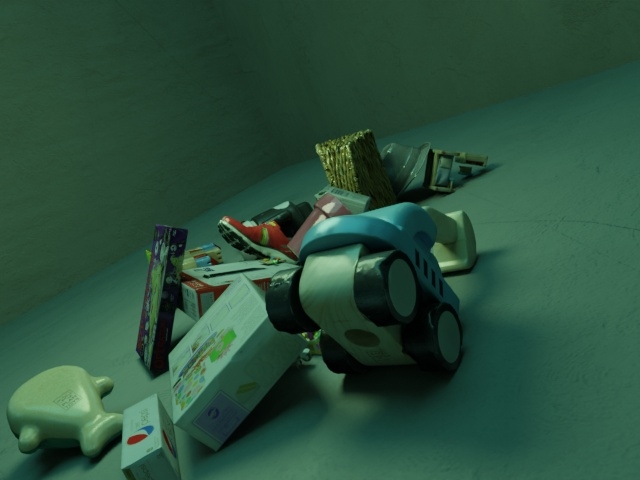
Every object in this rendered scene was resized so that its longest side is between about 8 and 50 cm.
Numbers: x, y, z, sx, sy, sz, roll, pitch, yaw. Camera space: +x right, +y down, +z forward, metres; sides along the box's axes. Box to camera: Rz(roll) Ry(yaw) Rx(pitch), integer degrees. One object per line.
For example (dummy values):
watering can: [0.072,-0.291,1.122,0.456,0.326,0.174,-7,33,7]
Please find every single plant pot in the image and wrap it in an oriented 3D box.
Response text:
plant pot: [0.017,0.004,1.493,0.180,0.201,0.201,-41,17,-5]

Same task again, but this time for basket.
basket: [0.080,-0.171,1.765,0.222,0.299,0.213,-10,21,35]

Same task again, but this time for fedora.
fedora: [0.251,-0.249,1.889,0.244,0.124,0.275,-62,4,-25]

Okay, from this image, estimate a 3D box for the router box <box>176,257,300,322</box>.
router box: [-0.216,0.119,1.425,0.300,0.082,0.335,-8,7,-27]

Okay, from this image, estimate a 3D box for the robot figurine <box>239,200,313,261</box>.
robot figurine: [-0.139,-0.020,1.822,0.278,0.209,0.173,-27,32,-16]

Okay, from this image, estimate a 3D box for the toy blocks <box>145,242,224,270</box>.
toy blocks: [-0.452,0.098,1.922,0.260,0.191,0.381,-15,12,-16]

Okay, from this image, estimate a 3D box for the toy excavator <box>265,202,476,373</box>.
toy excavator: [0.157,0.033,1.003,0.222,0.433,0.446,-12,46,37]

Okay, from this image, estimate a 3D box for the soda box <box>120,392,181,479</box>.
soda box: [-0.291,0.346,0.940,0.069,0.074,0.216,-27,15,-14]

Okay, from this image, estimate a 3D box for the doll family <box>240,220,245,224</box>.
doll family: [-0.322,-0.024,2.219,0.075,0.112,0.193,-24,15,-4]

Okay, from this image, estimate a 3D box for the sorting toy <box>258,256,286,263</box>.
sorting toy: [-0.126,0.054,1.503,0.061,0.012,0.083,-7,6,-30]

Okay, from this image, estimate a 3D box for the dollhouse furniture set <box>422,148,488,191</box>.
dollhouse furniture set: [0.452,-0.226,1.813,0.183,0.130,0.129,5,12,-10]

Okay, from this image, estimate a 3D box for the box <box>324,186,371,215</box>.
box: [0.070,-0.073,1.631,0.126,0.137,0.072,17,25,11]

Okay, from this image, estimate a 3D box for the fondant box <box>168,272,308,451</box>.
fondant box: [-0.172,0.209,1.050,0.238,0.096,0.330,-49,17,-5]

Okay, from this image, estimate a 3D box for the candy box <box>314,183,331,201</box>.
candy box: [0.100,-0.222,2.360,0.159,0.071,0.233,-13,17,34]

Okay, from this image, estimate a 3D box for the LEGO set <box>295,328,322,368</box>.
LEGO set: [-0.016,0.146,1.164,0.132,0.107,0.287,-18,16,18]

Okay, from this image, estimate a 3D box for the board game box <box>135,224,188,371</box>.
board game box: [-0.407,0.135,1.403,0.056,0.347,0.208,9,-2,-23]

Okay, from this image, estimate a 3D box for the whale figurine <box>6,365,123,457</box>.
whale figurine: [-0.511,0.373,1.136,0.271,0.141,0.216,15,33,27]

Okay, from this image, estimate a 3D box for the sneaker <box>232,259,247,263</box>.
sneaker: [-0.269,0.115,1.700,0.058,0.085,0.152,-8,21,45]

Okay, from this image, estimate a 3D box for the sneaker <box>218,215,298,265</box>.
sneaker: [-0.179,-0.013,1.655,0.107,0.278,0.119,-10,56,56]
